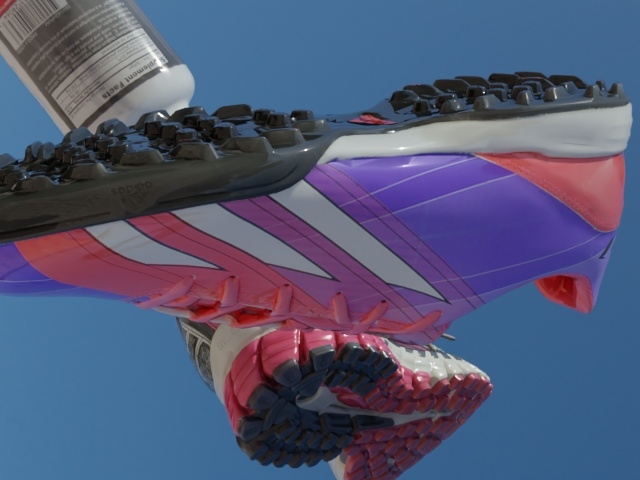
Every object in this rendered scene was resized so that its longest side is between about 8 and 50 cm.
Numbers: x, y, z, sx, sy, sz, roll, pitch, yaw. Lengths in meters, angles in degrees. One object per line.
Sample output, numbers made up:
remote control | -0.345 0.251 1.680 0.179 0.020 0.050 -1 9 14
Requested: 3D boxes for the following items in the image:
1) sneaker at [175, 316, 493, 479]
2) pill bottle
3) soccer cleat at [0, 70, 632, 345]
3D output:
sneaker | 0.017 0.077 0.752 0.121 0.299 0.112 -42 -120 4
pill bottle | -0.268 -0.206 1.489 0.318 0.176 0.176 52 -49 0
soccer cleat | 0.000 0.000 0.505 0.108 0.318 0.116 22 -62 58
